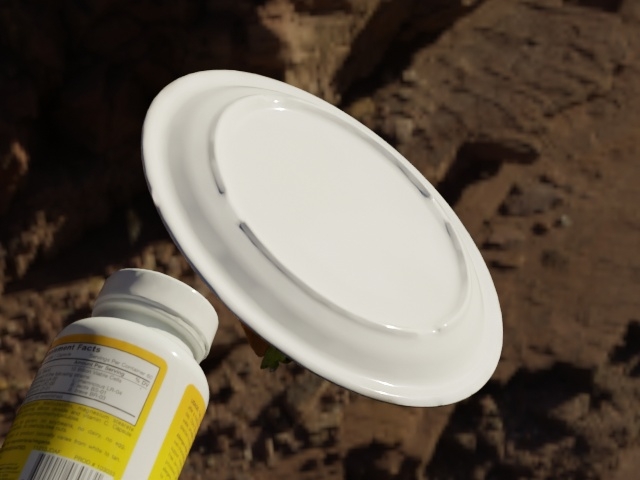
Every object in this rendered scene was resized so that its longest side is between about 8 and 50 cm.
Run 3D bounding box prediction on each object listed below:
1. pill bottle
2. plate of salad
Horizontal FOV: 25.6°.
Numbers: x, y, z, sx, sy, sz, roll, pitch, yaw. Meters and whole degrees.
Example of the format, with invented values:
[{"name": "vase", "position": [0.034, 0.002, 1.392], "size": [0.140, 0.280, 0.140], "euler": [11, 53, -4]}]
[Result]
[{"name": "pill bottle", "position": [-0.145, 0.126, 0.951], "size": [0.117, 0.117, 0.208], "euler": [10, 57, 17]}, {"name": "plate of salad", "position": [0.000, 0.000, 0.653], "size": [0.200, 0.048, 0.200], "euler": [27, 34, -20]}]
